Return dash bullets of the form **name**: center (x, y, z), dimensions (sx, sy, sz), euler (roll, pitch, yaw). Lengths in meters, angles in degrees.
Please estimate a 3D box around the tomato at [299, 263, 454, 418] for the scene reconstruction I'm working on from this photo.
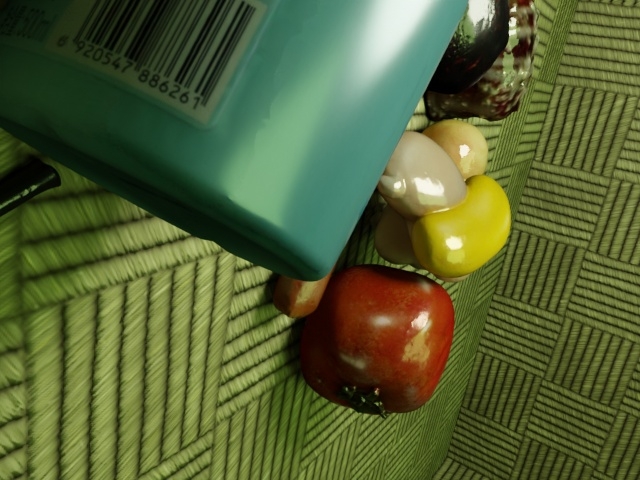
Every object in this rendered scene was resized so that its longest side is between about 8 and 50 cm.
- **tomato**: center (0.121, 0.204, 1.128), dimensions (0.325, 0.293, 0.290), euler (66, 37, -46)

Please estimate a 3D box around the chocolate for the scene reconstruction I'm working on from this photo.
- **chocolate**: center (0.371, -0.416, 1.222), dimensions (0.225, 0.210, 0.340), euler (-37, 137, -42)

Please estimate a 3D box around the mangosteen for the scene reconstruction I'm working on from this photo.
- **mangosteen**: center (0.127, -0.324, 0.816), dimensions (0.287, 0.287, 0.233), euler (-50, 148, -32)

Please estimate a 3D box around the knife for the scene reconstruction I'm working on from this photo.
- **knife**: center (-0.329, 0.007, 0.483), dimensions (0.230, 0.028, 0.060), euler (-45, 155, -34)

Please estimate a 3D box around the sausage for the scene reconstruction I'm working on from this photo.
- **sausage**: center (0.000, 0.000, 0.982), dimensions (0.089, 0.083, 0.300), euler (45, 66, -52)

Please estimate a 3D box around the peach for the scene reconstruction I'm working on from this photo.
- **peach**: center (0.295, -0.190, 1.278), dimensions (0.184, 0.184, 0.184), euler (-38, 139, -44)

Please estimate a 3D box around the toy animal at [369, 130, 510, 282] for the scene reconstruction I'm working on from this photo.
- **toy animal**: center (0.199, -0.033, 1.126), dimensions (0.247, 0.345, 0.278), euler (-37, -153, 52)

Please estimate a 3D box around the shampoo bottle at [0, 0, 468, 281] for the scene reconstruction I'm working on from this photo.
- **shampoo bottle**: center (-0.067, -0.180, 0.489), dimensions (0.343, 0.331, 0.331), euler (-63, 151, -9)
